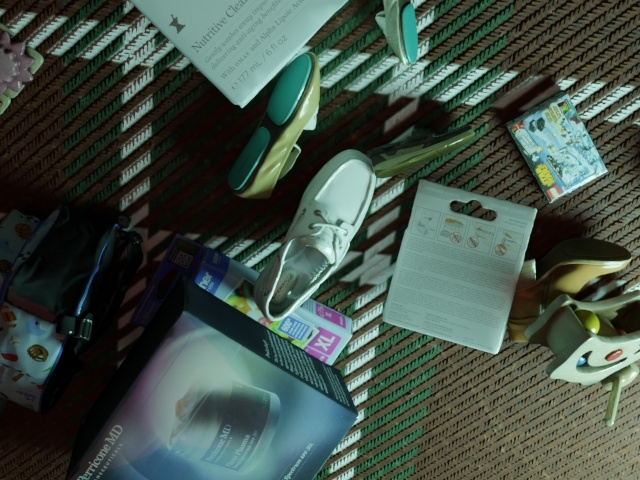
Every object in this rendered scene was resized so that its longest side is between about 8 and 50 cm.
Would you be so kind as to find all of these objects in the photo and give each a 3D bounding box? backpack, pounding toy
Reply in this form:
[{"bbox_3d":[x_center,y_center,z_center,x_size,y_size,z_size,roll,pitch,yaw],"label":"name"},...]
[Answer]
[{"bbox_3d":[-0.405,0.104,1.160,0.213,0.276,0.263,20,120,-3],"label":"backpack"},{"bbox_3d":[0.440,0.170,1.210,0.154,0.155,0.269,-43,143,25],"label":"pounding toy"}]

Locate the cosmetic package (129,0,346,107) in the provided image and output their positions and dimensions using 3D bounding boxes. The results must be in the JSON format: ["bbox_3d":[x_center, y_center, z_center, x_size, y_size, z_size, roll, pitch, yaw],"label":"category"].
[{"bbox_3d":[-0.158,-0.383,0.982,0.385,0.156,0.217,41,110,-18],"label":"cosmetic package"}]

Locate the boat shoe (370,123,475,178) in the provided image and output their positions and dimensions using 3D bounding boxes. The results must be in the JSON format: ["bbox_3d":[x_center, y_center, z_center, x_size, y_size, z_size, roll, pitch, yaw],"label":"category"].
[{"bbox_3d":[0.142,-0.137,1.151,0.152,0.056,0.049,-21,80,3],"label":"boat shoe"}]

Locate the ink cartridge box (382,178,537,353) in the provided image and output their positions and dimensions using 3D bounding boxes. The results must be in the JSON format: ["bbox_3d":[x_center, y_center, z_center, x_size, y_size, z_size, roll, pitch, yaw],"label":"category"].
[{"bbox_3d":[0.207,0.038,1.215,0.181,0.056,0.225,16,96,14],"label":"ink cartridge box"}]

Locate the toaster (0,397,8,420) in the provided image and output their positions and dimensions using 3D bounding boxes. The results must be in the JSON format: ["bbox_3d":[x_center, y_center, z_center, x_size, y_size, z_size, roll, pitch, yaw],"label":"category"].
[{"bbox_3d":[-0.586,0.245,1.297,0.168,0.110,0.186,23,113,-11],"label":"toaster"}]

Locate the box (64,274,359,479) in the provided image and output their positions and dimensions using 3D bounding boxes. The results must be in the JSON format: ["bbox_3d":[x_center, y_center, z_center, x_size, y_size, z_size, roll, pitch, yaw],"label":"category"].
[{"bbox_3d":[-0.157,0.263,1.170,0.294,0.183,0.296,33,96,-14],"label":"box"}]

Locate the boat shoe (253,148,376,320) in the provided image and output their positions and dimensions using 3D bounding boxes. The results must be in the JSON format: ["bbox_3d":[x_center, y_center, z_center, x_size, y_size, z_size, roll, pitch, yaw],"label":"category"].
[{"bbox_3d":[0.000,0.000,1.167,0.098,0.096,0.277,29,96,-12],"label":"boat shoe"}]

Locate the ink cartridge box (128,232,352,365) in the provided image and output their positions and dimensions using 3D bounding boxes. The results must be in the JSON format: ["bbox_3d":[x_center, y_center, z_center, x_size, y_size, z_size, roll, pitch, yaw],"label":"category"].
[{"bbox_3d":[-0.128,0.137,1.276,0.311,0.065,0.186,29,111,-11],"label":"ink cartridge box"}]

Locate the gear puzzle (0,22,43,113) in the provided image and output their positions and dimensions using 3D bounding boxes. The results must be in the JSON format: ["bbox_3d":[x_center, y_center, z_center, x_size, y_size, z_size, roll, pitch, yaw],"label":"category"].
[{"bbox_3d":[-0.554,-0.185,1.134,0.175,0.044,0.339,41,109,-17],"label":"gear puzzle"}]

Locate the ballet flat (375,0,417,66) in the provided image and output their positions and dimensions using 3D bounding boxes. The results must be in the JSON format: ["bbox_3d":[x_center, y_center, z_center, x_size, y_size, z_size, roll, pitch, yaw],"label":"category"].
[{"bbox_3d":[0.096,-0.315,1.078,0.052,0.057,0.168,5,114,29],"label":"ballet flat"}]

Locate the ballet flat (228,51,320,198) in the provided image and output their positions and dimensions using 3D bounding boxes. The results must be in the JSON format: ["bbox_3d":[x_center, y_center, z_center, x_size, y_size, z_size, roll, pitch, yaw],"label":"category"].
[{"bbox_3d":[-0.050,-0.157,1.143,0.073,0.080,0.232,15,120,-38],"label":"ballet flat"}]

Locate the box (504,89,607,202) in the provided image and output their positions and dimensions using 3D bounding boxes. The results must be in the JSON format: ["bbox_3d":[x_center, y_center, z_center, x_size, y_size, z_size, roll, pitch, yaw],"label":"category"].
[{"bbox_3d":[0.338,-0.133,1.166,0.094,0.027,0.137,-30,111,12],"label":"box"}]

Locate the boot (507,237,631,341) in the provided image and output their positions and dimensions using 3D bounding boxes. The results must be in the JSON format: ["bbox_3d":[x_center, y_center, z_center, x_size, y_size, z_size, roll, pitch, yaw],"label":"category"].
[{"bbox_3d":[0.373,0.080,1.245,0.197,0.073,0.152,-5,117,11],"label":"boot"}]
